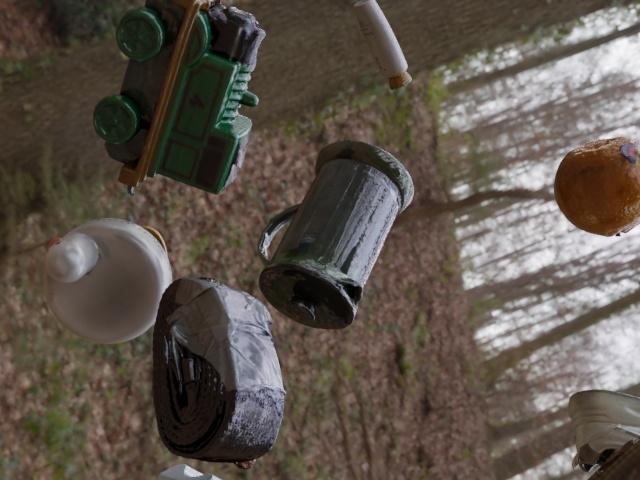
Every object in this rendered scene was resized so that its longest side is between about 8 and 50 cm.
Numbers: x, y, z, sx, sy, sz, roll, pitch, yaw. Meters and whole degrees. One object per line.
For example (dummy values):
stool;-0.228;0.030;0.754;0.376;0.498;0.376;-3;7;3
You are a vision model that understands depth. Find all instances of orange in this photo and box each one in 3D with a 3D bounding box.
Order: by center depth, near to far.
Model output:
orange;0.469;-0.089;1.569;0.177;0.177;0.155;-132;-159;-62

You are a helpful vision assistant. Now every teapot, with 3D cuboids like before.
teapot;0.000;0.000;1.782;0.270;0.337;0.200;1;-41;32

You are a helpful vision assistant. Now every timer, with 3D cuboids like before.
timer;-0.392;0.076;1.756;0.240;0.233;0.233;-77;148;-77

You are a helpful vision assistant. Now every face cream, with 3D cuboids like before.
face cream;0.121;-0.382;1.875;0.072;0.051;0.182;16;-42;61

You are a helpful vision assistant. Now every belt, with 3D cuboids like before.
belt;-0.167;0.188;1.450;0.164;0.184;0.289;21;49;-44

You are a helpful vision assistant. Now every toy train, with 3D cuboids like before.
toy train;-0.220;-0.250;1.608;0.178;0.249;0.429;-65;177;-67

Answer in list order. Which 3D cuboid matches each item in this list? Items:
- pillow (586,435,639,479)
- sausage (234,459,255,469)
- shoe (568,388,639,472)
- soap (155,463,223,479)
pillow;0.323;0.278;0.879;0.034;0.135;0.211;32;11;-39
sausage;-0.166;0.340;1.692;0.186;0.043;0.043;37;-32;54
shoe;0.533;0.346;1.506;0.124;0.316;0.159;86;23;-58
soap;-0.187;0.566;1.782;0.115;0.208;0.347;9;-25;40
